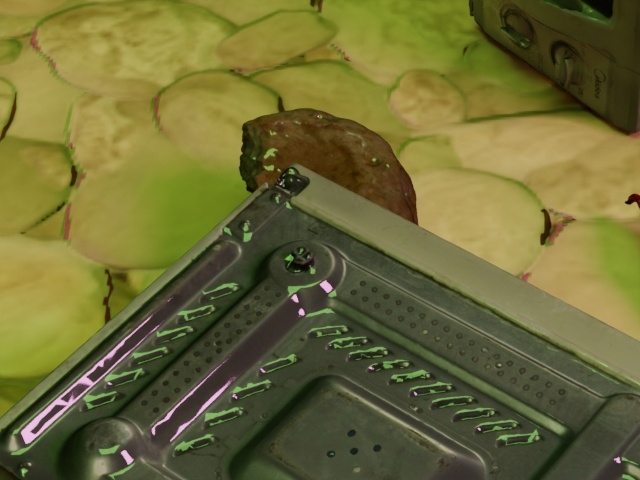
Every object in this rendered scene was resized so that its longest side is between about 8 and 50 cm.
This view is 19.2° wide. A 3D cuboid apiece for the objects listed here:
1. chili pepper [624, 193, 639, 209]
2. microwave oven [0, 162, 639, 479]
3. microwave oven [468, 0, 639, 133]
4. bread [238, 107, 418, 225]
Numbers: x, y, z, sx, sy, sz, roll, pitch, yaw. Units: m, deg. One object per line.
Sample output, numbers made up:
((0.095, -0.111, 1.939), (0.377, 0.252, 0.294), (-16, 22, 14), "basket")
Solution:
((0.180, 0.063, 0.706), (0.050, 0.059, 0.268), (-7, 39, -13), "chili pepper")
((0.031, 0.112, 0.611), (0.240, 0.145, 0.194), (29, 52, 29), "microwave oven")
((0.150, -0.182, 0.838), (0.163, 0.205, 0.129), (-32, 51, -24), "microwave oven")
((0.000, 0.000, 0.779), (0.082, 0.060, 0.113), (5, 49, 11), "bread")
